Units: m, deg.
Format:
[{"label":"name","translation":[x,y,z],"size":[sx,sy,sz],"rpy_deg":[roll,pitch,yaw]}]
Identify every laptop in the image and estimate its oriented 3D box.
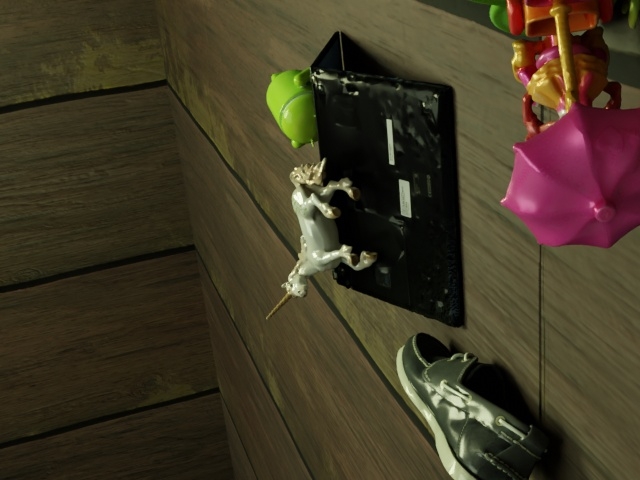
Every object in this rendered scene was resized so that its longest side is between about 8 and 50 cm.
[{"label":"laptop","translation":[0.072,-0.074,0.970],"size":[0.264,0.137,0.234],"rpy_deg":[18,124,44]}]

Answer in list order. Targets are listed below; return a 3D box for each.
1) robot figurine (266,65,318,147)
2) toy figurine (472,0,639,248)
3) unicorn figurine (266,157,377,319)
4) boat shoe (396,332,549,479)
[{"label":"robot figurine","translation":[-0.025,-0.162,1.156],"size":[0.115,0.067,0.101],"rpy_deg":[-119,26,-47]},{"label":"toy figurine","translation":[0.126,-0.071,0.488],"size":[0.173,0.130,0.159],"rpy_deg":[45,-139,-74]},{"label":"unicorn figurine","translation":[0.000,0.000,0.946],"size":[0.111,0.060,0.161],"rpy_deg":[3,96,50]},{"label":"boat shoe","translation":[0.132,0.138,0.842],"size":[0.079,0.084,0.233],"rpy_deg":[-59,20,12]}]
